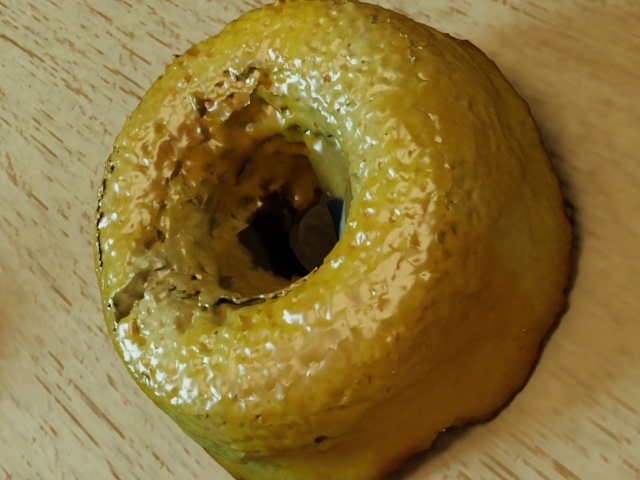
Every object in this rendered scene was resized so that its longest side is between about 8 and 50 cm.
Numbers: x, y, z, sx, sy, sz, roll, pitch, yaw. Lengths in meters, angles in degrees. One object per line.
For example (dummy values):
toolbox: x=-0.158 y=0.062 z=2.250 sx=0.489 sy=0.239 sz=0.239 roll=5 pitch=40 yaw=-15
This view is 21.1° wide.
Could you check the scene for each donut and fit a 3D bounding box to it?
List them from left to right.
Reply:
donut: x=0.000 y=-0.003 z=0.832 sx=0.253 sy=0.118 sz=0.253 roll=-12 pitch=67 yaw=30
